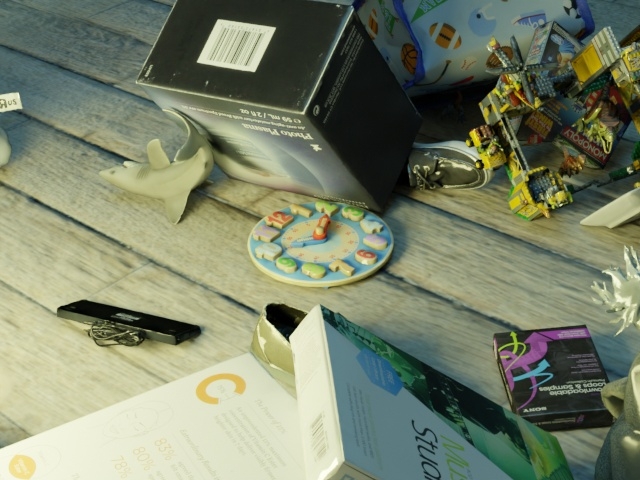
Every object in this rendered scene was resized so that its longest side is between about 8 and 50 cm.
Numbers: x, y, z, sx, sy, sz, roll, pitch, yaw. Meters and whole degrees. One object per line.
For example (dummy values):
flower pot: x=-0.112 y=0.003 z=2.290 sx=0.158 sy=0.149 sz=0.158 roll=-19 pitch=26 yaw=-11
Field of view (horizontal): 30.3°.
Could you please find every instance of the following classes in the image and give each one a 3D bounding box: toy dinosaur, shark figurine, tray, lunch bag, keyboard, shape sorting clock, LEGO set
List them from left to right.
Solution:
keyboard: x=-0.259 y=0.117 z=1.531 sx=0.192 sy=0.038 sz=0.100 roll=10 pitch=11 yaw=25
shark figurine: x=-0.209 y=-0.088 z=1.757 sx=0.166 sy=0.116 sz=0.278 roll=18 pitch=-22 yaw=-27
shape sorting clock: x=0.000 y=0.000 z=1.663 sx=0.206 sy=0.040 sz=0.206 roll=-4 pitch=32 yaw=2
lunch bag: x=0.228 y=-0.355 z=2.008 sx=0.328 sy=0.239 sz=0.385 roll=-15 pitch=1 yaw=-14
toy dinosaur: x=0.231 y=-0.222 z=1.966 sx=0.047 sy=0.090 sz=0.082 roll=23 pitch=33 yaw=-3
LEGO set: x=0.390 y=-0.180 z=1.661 sx=0.331 sy=0.255 sz=0.192 roll=-11 pitch=-12 yaw=-15
tray: x=0.509 y=-0.073 z=1.662 sx=0.270 sy=0.030 sz=0.145 roll=-19 pitch=-9 yaw=-21

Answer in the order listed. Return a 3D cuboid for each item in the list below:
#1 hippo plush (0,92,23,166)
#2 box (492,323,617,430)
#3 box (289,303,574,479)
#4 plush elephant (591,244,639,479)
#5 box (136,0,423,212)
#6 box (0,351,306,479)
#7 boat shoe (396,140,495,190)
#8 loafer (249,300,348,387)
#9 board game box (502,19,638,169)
hippo plush: x=-0.606 y=-0.113 z=1.835 sx=0.294 sy=0.234 sz=0.236 roll=-3 pitch=59 yaw=33
box: x=0.272 y=0.159 z=1.376 sx=0.116 sy=0.029 sz=0.162 roll=-6 pitch=33 yaw=-1
box: x=0.121 y=0.210 z=1.108 sx=0.322 sy=0.058 sz=0.232 roll=32 pitch=23 yaw=-22
plush elephant: x=0.408 y=0.172 z=1.164 sx=0.255 sy=0.272 sz=0.330 roll=13 pitch=50 yaw=-47
box: x=-0.051 y=-0.201 z=1.717 sx=0.296 sy=0.294 sz=0.182 roll=14 pitch=72 yaw=32
box: x=-0.162 y=0.278 z=1.112 sx=0.345 sy=0.168 sz=0.215 roll=-20 pitch=34 yaw=-22
boat shoe: x=0.150 y=-0.109 z=1.787 sx=0.228 sy=0.080 sz=0.076 roll=16 pitch=43 yaw=32
loafer: x=0.015 y=0.138 z=1.389 sx=0.251 sy=0.087 sz=0.094 roll=17 pitch=38 yaw=31
board game box: x=0.369 y=-0.199 z=1.808 sx=0.194 sy=0.194 sz=0.060 roll=-57 pitch=13 yaw=-11
